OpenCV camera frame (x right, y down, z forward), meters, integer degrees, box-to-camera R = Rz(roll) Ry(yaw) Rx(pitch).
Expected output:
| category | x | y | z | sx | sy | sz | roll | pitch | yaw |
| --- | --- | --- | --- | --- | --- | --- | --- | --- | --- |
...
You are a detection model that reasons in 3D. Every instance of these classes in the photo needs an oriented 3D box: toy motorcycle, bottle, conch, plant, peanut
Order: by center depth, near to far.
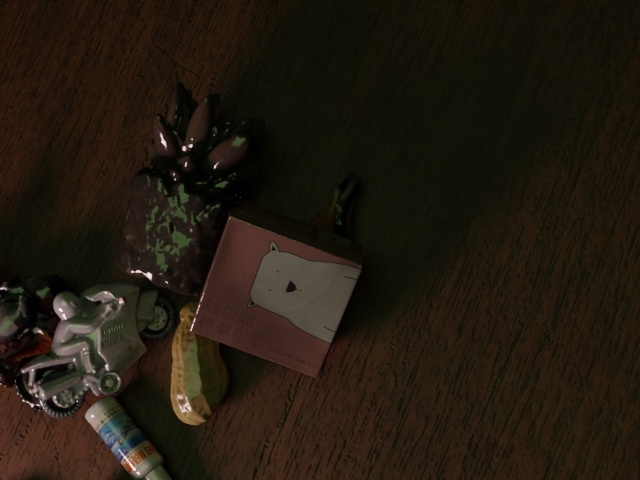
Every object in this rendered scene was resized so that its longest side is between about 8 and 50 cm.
| category | x | y | z | sx | sy | sz | roll | pitch | yaw |
| --- | --- | --- | --- | --- | --- | --- | --- | --- | --- |
| conch | 0.002 | 0.004 | 1.725 | 0.086 | 0.080 | 0.232 | 43 | 94 | -15 |
| peanut | -0.191 | 0.193 | 1.727 | 0.094 | 0.083 | 0.194 | 2 | 80 | 5 |
| toy motorcycle | -0.361 | 0.150 | 1.729 | 0.260 | 0.110 | 0.171 | -41 | 104 | -19 |
| plant | -0.198 | -0.080 | 1.733 | 0.182 | 0.194 | 0.320 | 22 | 91 | 10 |
| bottle | -0.287 | 0.343 | 1.734 | 0.060 | 0.060 | 0.217 | -42 | 77 | 1 |
| toy motorcycle | -0.557 | 0.100 | 1.771 | 0.401 | 0.134 | 0.207 | 30 | 86 | 0 |

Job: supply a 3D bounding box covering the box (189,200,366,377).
| category | x | y | z | sx | sy | sz | roll | pitch | yaw |
| --- | --- | --- | --- | --- | --- | --- | --- | --- | --- |
| box | -0.064 | 0.073 | 1.661 | 0.215 | 0.086 | 0.215 | 21 | 114 | -1 |
